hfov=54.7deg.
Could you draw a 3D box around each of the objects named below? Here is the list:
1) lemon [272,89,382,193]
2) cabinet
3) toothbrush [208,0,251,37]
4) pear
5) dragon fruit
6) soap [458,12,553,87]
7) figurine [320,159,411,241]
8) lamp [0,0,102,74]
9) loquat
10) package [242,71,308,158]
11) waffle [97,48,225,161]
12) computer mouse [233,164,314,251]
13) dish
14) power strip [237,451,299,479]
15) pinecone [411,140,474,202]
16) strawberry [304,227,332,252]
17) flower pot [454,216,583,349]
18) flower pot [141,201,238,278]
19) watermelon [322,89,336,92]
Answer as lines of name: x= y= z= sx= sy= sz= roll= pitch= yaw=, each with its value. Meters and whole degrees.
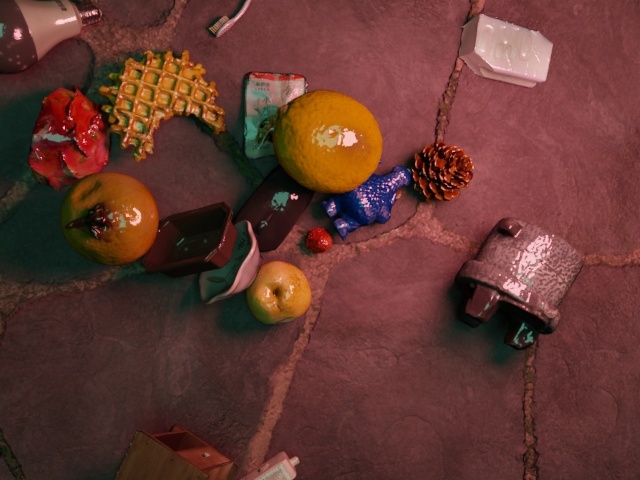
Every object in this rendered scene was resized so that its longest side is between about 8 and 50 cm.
lemon: x=0.017 y=-0.236 z=1.497 sx=0.267 sy=0.267 sz=0.267 roll=0 pitch=90 yaw=-7
cabinet: x=-0.337 y=0.555 z=1.481 sx=0.215 sy=0.175 sz=0.148 roll=25 pitch=87 yaw=21
toothbrush: x=-0.150 y=-0.667 z=1.609 sx=0.037 sy=0.028 sz=0.375 roll=43 pitch=86 yaw=2
pear: x=-0.105 y=0.134 z=1.551 sx=0.178 sy=0.178 sz=0.178 roll=0 pitch=90 yaw=-7
dragon fruit: x=-0.598 y=-0.250 z=1.506 sx=0.161 sy=0.126 sz=0.274 roll=15 pitch=89 yaw=-7
soap: x=0.492 y=-0.510 z=1.661 sx=0.230 sy=0.091 sz=0.145 roll=10 pitch=89 yaw=-8
figurine: x=0.128 y=-0.116 z=1.601 sx=0.164 sy=0.121 sz=0.262 roll=45 pitch=83 yaw=-2
lamp: x=-0.705 y=-0.528 z=1.488 sx=0.182 sy=0.182 sz=0.314 roll=48 pitch=65 yaw=-5
loquat: x=-0.499 y=-0.050 z=1.465 sx=0.244 sy=0.244 sz=0.244 roll=0 pitch=90 yaw=-7
package: x=-0.120 y=-0.324 z=1.610 sx=0.166 sy=0.040 sz=0.232 roll=4 pitch=89 yaw=-5
waffle: x=-0.396 y=-0.352 z=1.541 sx=0.293 sy=0.069 sz=0.260 roll=-26 pitch=92 yaw=-18
computer mouse: x=-0.111 y=-0.092 z=1.590 sx=0.137 sy=0.086 sz=0.270 roll=37 pitch=87 yaw=-5
dish: x=-0.207 y=0.066 z=1.532 sx=0.081 sy=0.229 sz=0.229 roll=32 pitch=86 yaw=-31
power strip: x=-0.220 y=0.662 z=1.578 sx=0.385 sy=0.091 sz=0.062 roll=-33 pitch=91 yaw=-6
pinecone: x=0.320 y=-0.180 z=1.605 sx=0.173 sy=0.173 sz=0.173 roll=0 pitch=90 yaw=-7
strawberry: x=0.000 y=0.000 z=1.607 sx=0.073 sy=0.083 sz=0.073 roll=0 pitch=91 yaw=-16
flower pot: x=0.495 y=0.117 z=1.561 sx=0.299 sy=0.299 sz=0.283 roll=36 pitch=82 yaw=-6
flower pot: x=-0.305 y=0.014 z=1.509 sx=0.251 sy=0.084 sz=0.179 roll=-11 pitch=48 yaw=28
watermelon: x=0.016 y=-0.344 z=1.615 sx=0.105 sy=0.062 sz=0.105 roll=0 pitch=92 yaw=-2
